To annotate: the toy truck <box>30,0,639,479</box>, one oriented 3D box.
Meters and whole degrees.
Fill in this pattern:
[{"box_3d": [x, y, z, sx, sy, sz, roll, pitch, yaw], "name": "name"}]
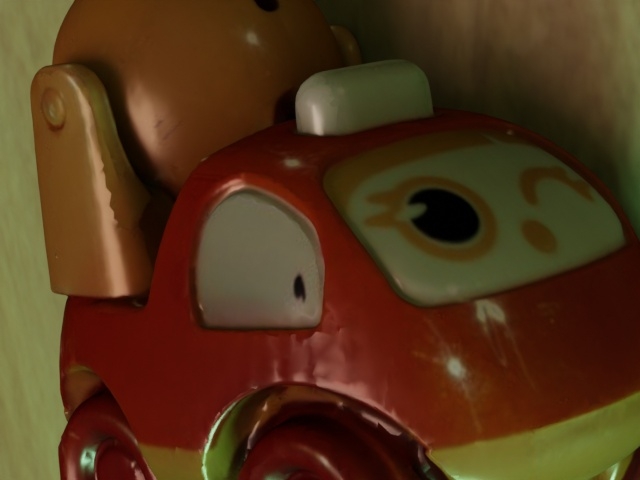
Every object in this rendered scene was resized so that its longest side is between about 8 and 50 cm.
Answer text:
[{"box_3d": [0.000, 0.000, 0.674, 0.265, 0.189, 0.239, 1, 103, 46], "name": "toy truck"}]
